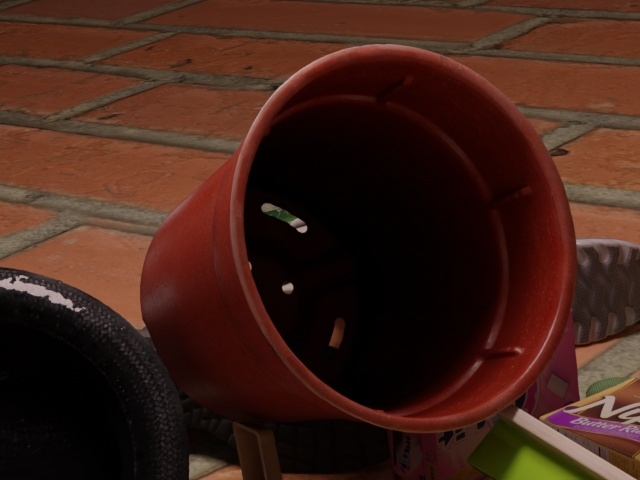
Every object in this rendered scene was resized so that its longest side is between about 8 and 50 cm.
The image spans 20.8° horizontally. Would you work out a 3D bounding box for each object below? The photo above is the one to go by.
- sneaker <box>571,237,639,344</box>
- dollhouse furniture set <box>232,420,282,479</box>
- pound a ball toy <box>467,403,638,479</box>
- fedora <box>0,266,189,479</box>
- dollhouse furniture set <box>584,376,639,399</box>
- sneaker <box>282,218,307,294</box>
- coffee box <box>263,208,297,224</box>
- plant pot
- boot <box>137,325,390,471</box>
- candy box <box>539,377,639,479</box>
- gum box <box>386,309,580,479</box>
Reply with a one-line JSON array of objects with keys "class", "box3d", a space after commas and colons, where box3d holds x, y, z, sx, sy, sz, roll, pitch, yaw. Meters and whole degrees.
[{"class": "sneaker", "box3d": [0.187, 0.043, 1.694, 0.281, 0.105, 0.115, -8, 18, -3]}, {"class": "dollhouse furniture set", "box3d": [-0.078, 0.196, 1.340, 0.081, 0.114, 0.091, -27, 29, -35]}, {"class": "pound a ball toy", "box3d": [0.218, 0.201, 1.123, 0.208, 0.136, 0.319, -49, 30, -7]}, {"class": "fedora", "box3d": [-0.257, 0.177, 1.321, 0.334, 0.334, 0.152, -6, -12, 3]}, {"class": "dollhouse furniture set", "box3d": [0.302, 0.117, 1.506, 0.152, 0.058, 0.076, -5, 19, 7]}, {"class": "sneaker", "box3d": [0.002, 0.015, 1.715, 0.169, 0.108, 0.292, -14, -8, -28]}, {"class": "coffee box", "box3d": [0.000, 0.000, 1.990, 0.113, 0.040, 0.184, -14, 20, -21]}, {"class": "plant pot", "box3d": [0.003, 0.022, 1.302, 0.272, 0.272, 0.265, -19, -3, -30]}, {"class": "boot", "box3d": [-0.050, 0.110, 1.593, 0.338, 0.118, 0.223, 8, 15, 22]}, {"class": "candy box", "box3d": [0.275, 0.170, 1.374, 0.109, 0.053, 0.187, -19, 23, -30]}, {"class": "gum box", "box3d": [0.133, 0.131, 1.454, 0.188, 0.107, 0.062, -22, 24, -38]}]
